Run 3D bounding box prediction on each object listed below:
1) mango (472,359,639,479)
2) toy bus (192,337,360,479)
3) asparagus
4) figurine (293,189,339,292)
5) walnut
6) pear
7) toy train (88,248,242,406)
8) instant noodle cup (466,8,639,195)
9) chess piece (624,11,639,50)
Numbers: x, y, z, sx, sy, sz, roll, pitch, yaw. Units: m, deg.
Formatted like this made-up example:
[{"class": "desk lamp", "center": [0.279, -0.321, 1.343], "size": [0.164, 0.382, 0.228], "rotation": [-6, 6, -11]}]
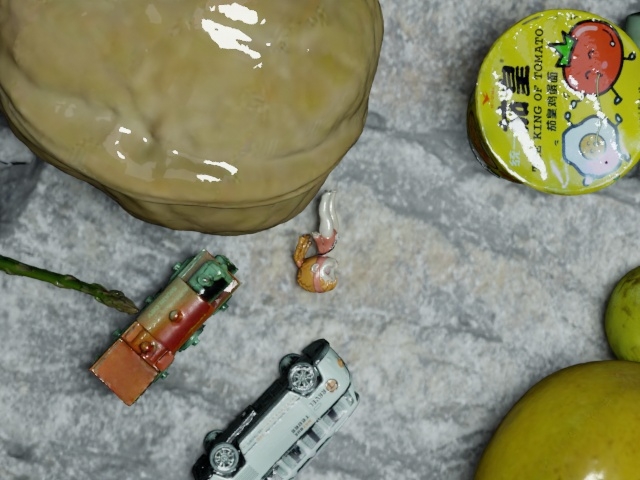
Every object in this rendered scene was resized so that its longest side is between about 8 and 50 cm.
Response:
[{"class": "mango", "center": [0.271, 0.339, 1.294], "size": [0.301, 0.220, 0.444], "rotation": [14, 83, -28]}, {"class": "toy bus", "center": [-0.040, 0.191, 1.351], "size": [0.089, 0.087, 0.194], "rotation": [45, 85, -9]}, {"class": "asparagus", "center": [-0.279, 0.035, 1.331], "size": [0.233, 0.022, 0.023], "rotation": [17, 44, 18]}, {"class": "figurine", "center": [0.000, 0.000, 1.374], "size": [0.047, 0.064, 0.109], "rotation": [12, 102, 19]}, {"class": "walnut", "center": [-0.126, -0.179, 1.227], "size": [0.381, 0.381, 0.381], "rotation": [0, 88, -5]}, {"class": "pear", "center": [0.348, 0.081, 1.369], "size": [0.107, 0.107, 0.131], "rotation": [27, 58, -3]}, {"class": "toy train", "center": [-0.150, 0.083, 1.327], "size": [0.074, 0.118, 0.176], "rotation": [45, 87, -5]}, {"class": "instant noodle cup", "center": [0.231, -0.131, 1.352], "size": [0.182, 0.144, 0.182], "rotation": [0, 87, -6]}, {"class": "chess piece", "center": [0.395, -0.110, 1.386], "size": [0.139, 0.139, 0.271], "rotation": [-7, 100, -5]}]
